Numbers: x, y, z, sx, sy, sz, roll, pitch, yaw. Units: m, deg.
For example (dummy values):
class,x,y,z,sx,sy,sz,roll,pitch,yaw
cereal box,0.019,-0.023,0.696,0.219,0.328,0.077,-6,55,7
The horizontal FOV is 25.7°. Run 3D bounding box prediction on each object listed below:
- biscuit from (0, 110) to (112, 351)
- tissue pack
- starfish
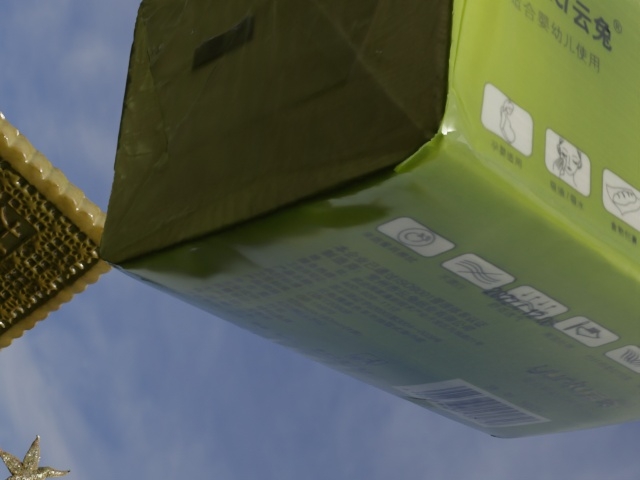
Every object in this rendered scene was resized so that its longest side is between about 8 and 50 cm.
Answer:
class,x,y,z,sx,sy,sz,roll,pitch,yaw
biscuit,-0.290,0.010,1.136,0.254,0.029,0.172,-33,-68,33
tissue pack,0.070,-0.027,0.656,0.200,0.275,0.167,-19,-126,40
starfish,-0.303,0.245,1.438,0.016,0.086,0.092,-30,-84,49
